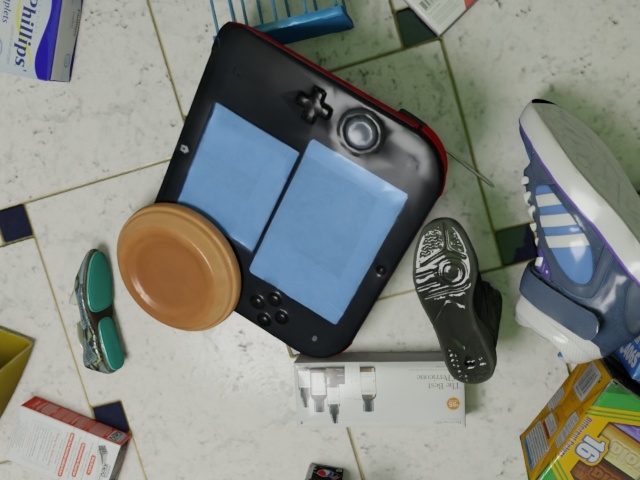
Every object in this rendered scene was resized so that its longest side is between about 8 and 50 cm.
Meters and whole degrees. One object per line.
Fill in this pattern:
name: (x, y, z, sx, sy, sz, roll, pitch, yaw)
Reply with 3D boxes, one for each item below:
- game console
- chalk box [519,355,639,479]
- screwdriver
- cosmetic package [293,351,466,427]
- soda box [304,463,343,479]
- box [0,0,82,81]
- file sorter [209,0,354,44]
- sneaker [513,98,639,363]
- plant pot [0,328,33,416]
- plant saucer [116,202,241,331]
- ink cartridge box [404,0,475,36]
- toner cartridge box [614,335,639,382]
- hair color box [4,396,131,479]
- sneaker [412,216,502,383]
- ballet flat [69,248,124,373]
game console: (-0.047, -0.048, 1.134, 0.342, 0.060, 0.386, 29, 121, 2)
chalk box: (0.434, 0.306, 1.113, 0.289, 0.180, 0.179, 36, 101, 3)
screwdriver: (0.174, -0.127, 1.170, 0.170, 0.024, 0.025, 34, 130, 1)
cosmetic package: (0.085, 0.212, 1.212, 0.239, 0.060, 0.098, -2, 99, 9)
soda box: (-0.004, 0.421, 1.255, 0.053, 0.060, 0.168, 8, 99, 5)
box: (-0.422, -0.299, 1.208, 0.137, 0.072, 0.126, 13, 100, 6)
file sorter: (-0.055, -0.320, 1.128, 0.170, 0.118, 0.104, -11, 94, 10)
sneaker: (0.301, 0.003, 1.117, 0.236, 0.130, 0.322, -50, 58, 38)
plant pot: (-0.580, 0.236, 1.251, 0.212, 0.212, 0.187, 19, 113, 6)
plant saucer: (-0.208, 0.045, 1.204, 0.200, 0.037, 0.200, 10, 118, 20)
ink cartridge box: (0.146, -0.352, 1.123, 0.099, 0.056, 0.135, -43, 91, 11)
toner cartridge box: (0.558, 0.195, 1.086, 0.348, 0.165, 0.075, 24, 99, 4)
hair color box: (-0.385, 0.315, 1.301, 0.167, 0.053, 0.093, 21, 99, 6)
sneaker: (0.184, 0.063, 1.133, 0.087, 0.130, 0.227, -14, 109, 20)
ballet flat: (-0.341, 0.107, 1.262, 0.070, 0.070, 0.188, -6, 94, 9)
